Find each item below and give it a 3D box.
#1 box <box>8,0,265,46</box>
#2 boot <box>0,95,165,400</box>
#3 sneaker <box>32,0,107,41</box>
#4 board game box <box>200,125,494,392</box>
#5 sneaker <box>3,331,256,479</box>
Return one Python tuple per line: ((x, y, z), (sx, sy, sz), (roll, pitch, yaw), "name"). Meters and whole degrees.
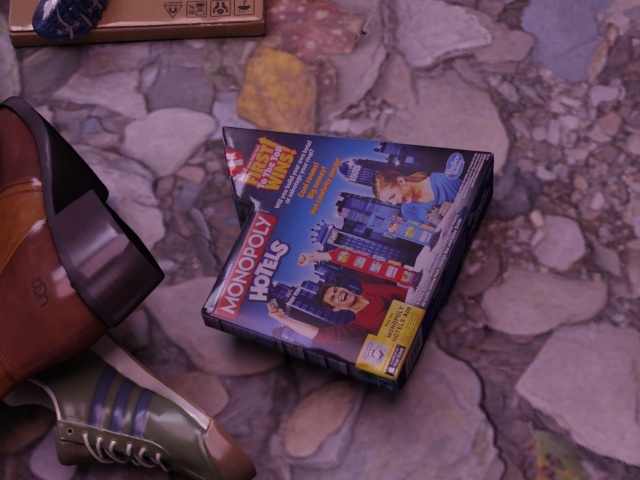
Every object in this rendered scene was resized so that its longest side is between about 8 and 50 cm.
((-0.144, -0.230, 1.504), (0.201, 0.021, 0.164), (-2, 59, 2), "box")
((-0.264, 0.047, 1.316), (0.280, 0.096, 0.264), (-39, 47, 0), "boot")
((-0.192, -0.206, 1.457), (0.058, 0.052, 0.135), (13, 53, 22), "sneaker")
((0.000, 0.000, 1.337), (0.194, 0.060, 0.194), (18, 62, 15), "board game box")
((-0.137, 0.128, 1.268), (0.192, 0.064, 0.086), (37, 68, 28), "sneaker")
